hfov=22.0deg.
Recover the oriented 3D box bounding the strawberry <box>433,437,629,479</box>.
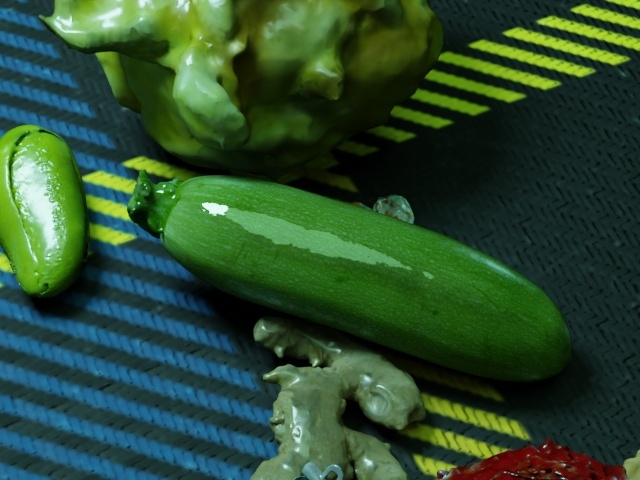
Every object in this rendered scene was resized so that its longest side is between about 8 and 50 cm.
[{"bbox_3d":[0.154,0.224,1.188,0.234,0.178,0.233,-3,62,6],"label":"strawberry"}]

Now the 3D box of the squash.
[{"bbox_3d":[0.030,0.027,1.358,0.395,0.107,0.107,20,52,-3],"label":"squash"}]

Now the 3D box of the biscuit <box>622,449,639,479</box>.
[{"bbox_3d":[0.302,0.231,1.309,0.250,0.030,0.160,-35,62,-28],"label":"biscuit"}]

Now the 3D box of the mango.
[{"bbox_3d":[-0.245,-0.022,1.419,0.091,0.074,0.165,-3,64,-14],"label":"mango"}]

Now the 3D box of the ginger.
[{"bbox_3d":[0.009,0.171,1.305,0.149,0.065,0.258,8,50,-3],"label":"ginger"}]

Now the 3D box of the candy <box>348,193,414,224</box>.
[{"bbox_3d":[0.000,0.000,1.445,0.182,0.046,0.053,-12,51,-21],"label":"candy"}]

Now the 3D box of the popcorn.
[{"bbox_3d":[-0.059,-0.198,1.443,0.335,0.279,0.274,-30,70,-7],"label":"popcorn"}]

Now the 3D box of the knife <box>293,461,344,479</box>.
[{"bbox_3d":[0.060,0.282,1.141,0.053,0.123,0.278,-10,48,-48],"label":"knife"}]
